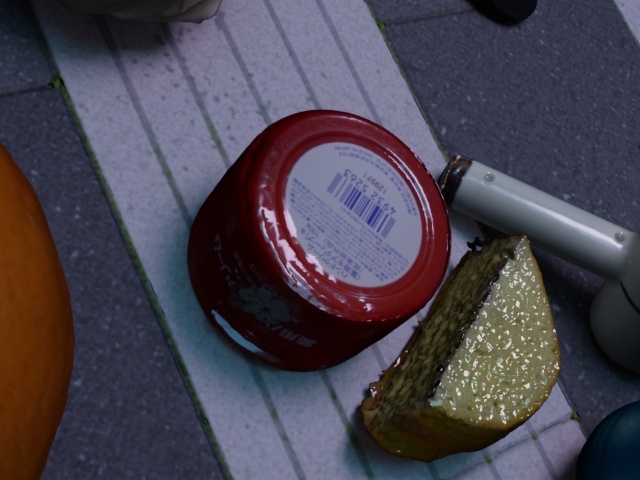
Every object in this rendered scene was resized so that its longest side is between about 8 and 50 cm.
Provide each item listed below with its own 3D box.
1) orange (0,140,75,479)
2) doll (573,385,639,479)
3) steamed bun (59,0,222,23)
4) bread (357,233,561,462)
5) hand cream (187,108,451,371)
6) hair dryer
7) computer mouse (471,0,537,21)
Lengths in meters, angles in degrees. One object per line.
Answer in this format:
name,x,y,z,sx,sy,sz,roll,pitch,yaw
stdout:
orange,-0.370,0.067,0.645,0.424,0.326,0.423,19,62,-40
doll,0.353,0.290,0.998,0.199,0.186,0.321,-2,71,-29
steamed bun,-0.152,-0.341,1.009,0.310,0.219,0.324,10,49,20
bread,0.155,0.121,1.010,0.134,0.129,0.260,42,56,-13
hand cream,0.000,0.000,0.975,0.230,0.149,0.230,13,60,-24
hair dryer,0.274,-0.004,1.117,0.362,0.203,0.128,25,56,8
computer mouse,0.202,-0.374,1.301,0.217,0.073,0.122,48,55,2
